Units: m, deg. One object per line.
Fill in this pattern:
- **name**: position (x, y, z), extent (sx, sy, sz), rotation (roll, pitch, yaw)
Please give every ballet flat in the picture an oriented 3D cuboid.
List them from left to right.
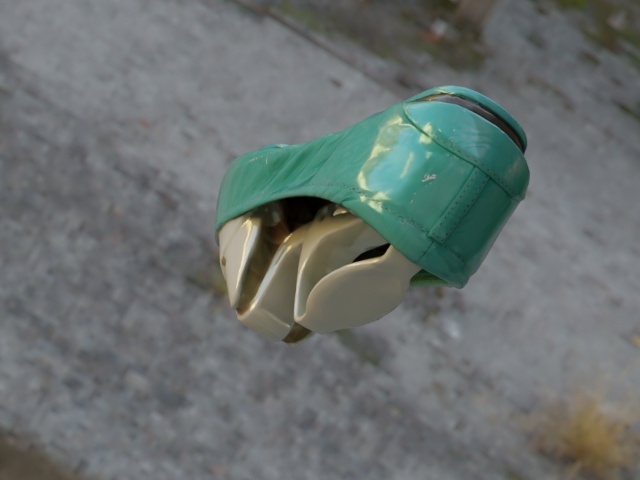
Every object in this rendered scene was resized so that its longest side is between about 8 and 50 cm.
- **ballet flat**: position (0.000, 0.000, 0.806), extent (0.083, 0.087, 0.247), rotation (37, -21, -14)
